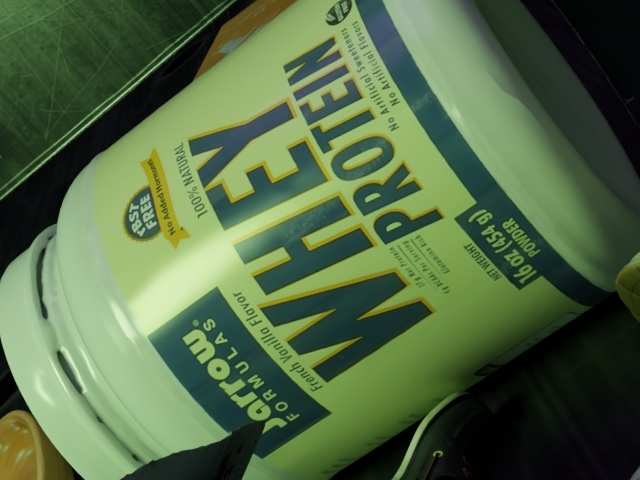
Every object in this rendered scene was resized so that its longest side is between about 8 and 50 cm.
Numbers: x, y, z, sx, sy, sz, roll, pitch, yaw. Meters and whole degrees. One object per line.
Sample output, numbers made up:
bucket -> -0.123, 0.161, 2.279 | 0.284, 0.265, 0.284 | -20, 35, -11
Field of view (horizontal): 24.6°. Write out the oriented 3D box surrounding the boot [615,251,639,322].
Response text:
boot -> 0.234, -0.031, 0.595 | 0.165, 0.077, 0.213 | -47, 15, -25

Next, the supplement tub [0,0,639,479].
supplement tub -> 0.000, 0.000, 0.842 | 0.325, 0.235, 0.235 | -36, 18, 18

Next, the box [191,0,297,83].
box -> 0.017, -0.114, 1.195 | 0.215, 0.168, 0.345 | -34, 19, 22

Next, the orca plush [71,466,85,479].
orca plush -> -0.138, 0.125, 1.054 | 0.151, 0.102, 0.287 | -31, 20, 29

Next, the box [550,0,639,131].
box -> 0.207, -0.276, 0.969 | 0.183, 0.294, 0.296 | -31, 20, 24

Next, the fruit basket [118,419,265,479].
fruit basket -> -0.087, 0.221, 0.483 | 0.353, 0.165, 0.327 | 42, -109, -80

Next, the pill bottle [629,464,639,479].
pill bottle -> 0.098, 0.168, 0.364 | 0.272, 0.152, 0.152 | -49, 19, -25

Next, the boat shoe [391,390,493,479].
boat shoe -> 0.057, 0.127, 0.744 | 0.042, 0.049, 0.133 | 13, 38, 29

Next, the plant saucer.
plant saucer -> -0.209, 0.214, 0.978 | 0.200, 0.037, 0.200 | -40, 41, 47
